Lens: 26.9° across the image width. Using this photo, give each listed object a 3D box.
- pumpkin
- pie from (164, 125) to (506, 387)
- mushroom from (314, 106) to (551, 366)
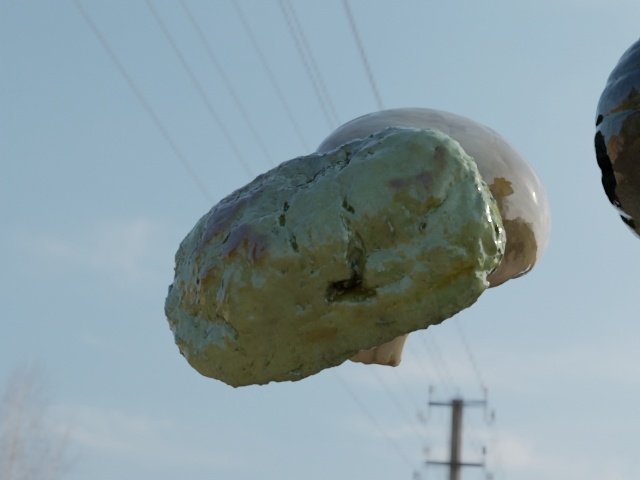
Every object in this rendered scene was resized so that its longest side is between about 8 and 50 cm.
[{"bbox_3d":[0.372,-0.097,1.210,0.250,0.250,0.216,19,-32,-27],"label":"pumpkin"},{"bbox_3d":[0.000,0.000,0.938,0.248,0.201,0.090,-23,-51,11],"label":"pie"},{"bbox_3d":[0.111,0.002,1.531,0.292,0.292,0.290,10,-67,-10],"label":"mushroom"}]
